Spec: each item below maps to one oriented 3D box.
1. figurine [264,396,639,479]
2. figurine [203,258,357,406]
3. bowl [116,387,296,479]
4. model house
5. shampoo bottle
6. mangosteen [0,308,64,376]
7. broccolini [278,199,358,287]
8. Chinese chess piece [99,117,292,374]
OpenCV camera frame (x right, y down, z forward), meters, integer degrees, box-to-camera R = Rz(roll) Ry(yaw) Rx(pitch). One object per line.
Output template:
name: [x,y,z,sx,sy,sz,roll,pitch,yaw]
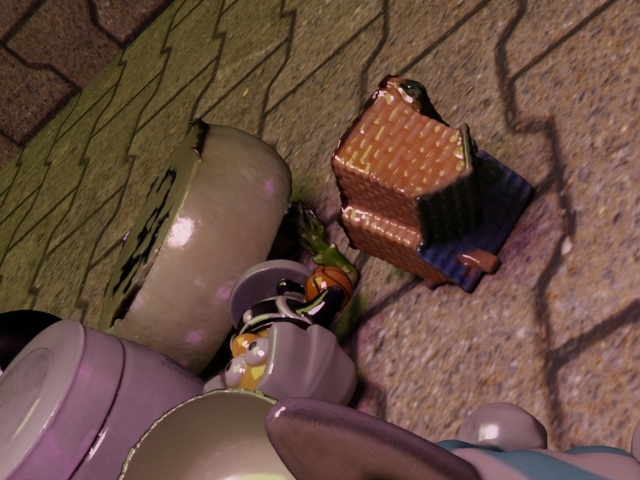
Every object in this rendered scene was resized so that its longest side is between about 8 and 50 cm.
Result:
figurine: [0.145,0.152,0.598,0.266,0.378,0.361,-27,34,43]
figurine: [-0.035,0.120,1.282,0.176,0.133,0.236,-44,21,21]
bowl: [-0.080,0.256,1.128,0.211,0.112,0.211,-11,57,17]
model house: [0.124,-0.052,1.211,0.172,0.183,0.166,30,76,28]
shampoo bottle: [-0.239,0.242,1.293,0.273,0.266,0.273,-39,27,24]
mangosteen: [-0.391,0.196,1.548,0.243,0.243,0.243,-40,25,23]
broccolini: [0.002,-0.001,1.485,0.058,0.067,0.216,-63,25,6]
Chinese chess piece: [-0.175,0.011,1.588,0.349,0.146,0.349,-56,17,27]
